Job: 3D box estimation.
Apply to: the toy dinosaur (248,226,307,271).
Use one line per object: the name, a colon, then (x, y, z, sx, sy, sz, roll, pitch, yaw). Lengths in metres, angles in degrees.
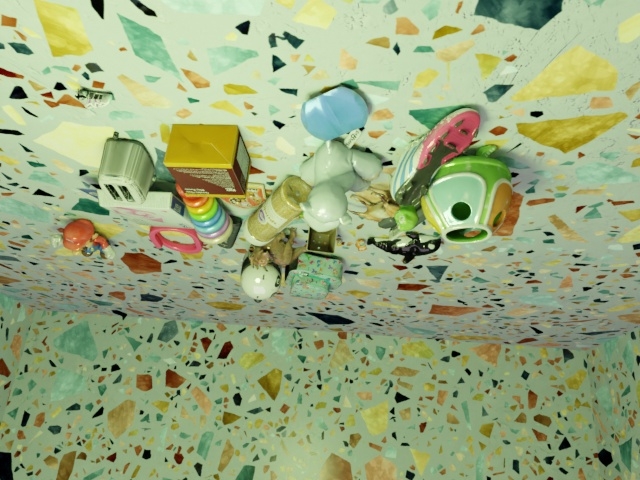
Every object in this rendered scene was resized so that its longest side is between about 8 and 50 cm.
toy dinosaur: (-0.173, 0.045, 1.996, 0.295, 0.201, 0.127, 19, 154, -31)

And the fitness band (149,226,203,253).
fitness band: (-0.607, -0.009, 2.150, 0.208, 0.054, 0.291, 5, 158, -1)

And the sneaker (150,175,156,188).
sneaker: (-0.620, -0.190, 1.713, 0.135, 0.058, 0.052, -5, 155, 24)

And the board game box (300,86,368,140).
board game box: (0.033, -0.324, 1.274, 0.168, 0.033, 0.133, -18, 137, 21)

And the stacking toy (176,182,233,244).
stacking toy: (-0.415, -0.119, 1.767, 0.141, 0.141, 0.330, 1, 151, 10)

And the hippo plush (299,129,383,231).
hippo plush: (0.058, -0.145, 1.444, 0.234, 0.237, 0.294, 10, 157, -11)

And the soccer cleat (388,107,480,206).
soccer cleat: (0.282, -0.239, 1.354, 0.116, 0.143, 0.331, 12, 134, -29)

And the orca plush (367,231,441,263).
orca plush: (0.324, 0.036, 1.994, 0.287, 0.102, 0.151, 6, 157, -2)

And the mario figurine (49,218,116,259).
mario figurine: (-1.008, 0.030, 2.168, 0.198, 0.170, 0.320, -28, 169, -10)

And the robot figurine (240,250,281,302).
robot figurine: (-0.245, 0.131, 2.143, 0.173, 0.278, 0.209, -27, 115, 8)

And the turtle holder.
turtle holder: (0.380, -0.118, 1.452, 0.320, 0.228, 0.243, 3, 158, 4)

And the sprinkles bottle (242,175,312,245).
sprinkles bottle: (-0.152, -0.093, 1.751, 0.121, 0.121, 0.355, 16, 153, -24)

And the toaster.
toaster: (-0.593, -0.207, 1.553, 0.129, 0.147, 0.227, 5, 157, -3)

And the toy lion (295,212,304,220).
toy lion: (-0.039, -0.100, 1.845, 0.100, 0.034, 0.096, 12, 149, -16)

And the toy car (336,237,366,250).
toy car: (0.125, 0.016, 2.054, 0.121, 0.060, 0.041, -3, 125, 2)

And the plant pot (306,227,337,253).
plant pot: (0.000, 0.000, 1.986, 0.109, 0.109, 0.096, 7, 169, -6)

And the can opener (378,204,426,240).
can opener: (0.297, -0.076, 1.770, 0.093, 0.074, 0.280, 15, 155, -21)

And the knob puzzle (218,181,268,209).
knob puzzle: (-0.278, -0.147, 1.779, 0.213, 0.030, 0.213, 4, 157, 2)

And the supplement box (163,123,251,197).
supplement box: (-0.318, -0.225, 1.473, 0.191, 0.129, 0.194, 2, 157, 7)

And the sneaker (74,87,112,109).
sneaker: (-0.589, -0.369, 1.304, 0.098, 0.038, 0.069, -7, 155, 26)

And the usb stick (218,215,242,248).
usb stick: (-0.371, -0.030, 2.059, 0.077, 0.045, 0.278, 10, 157, -14)

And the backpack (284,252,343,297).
backpack: (-0.026, 0.158, 2.271, 0.253, 0.191, 0.225, 4, 157, -11)

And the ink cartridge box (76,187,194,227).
ink cartridge box: (-0.637, -0.108, 1.819, 0.329, 0.072, 0.324, 2, 170, 4)

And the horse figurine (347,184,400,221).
horse figurine: (0.196, -0.116, 1.708, 0.174, 0.066, 0.263, 24, 154, -26)
